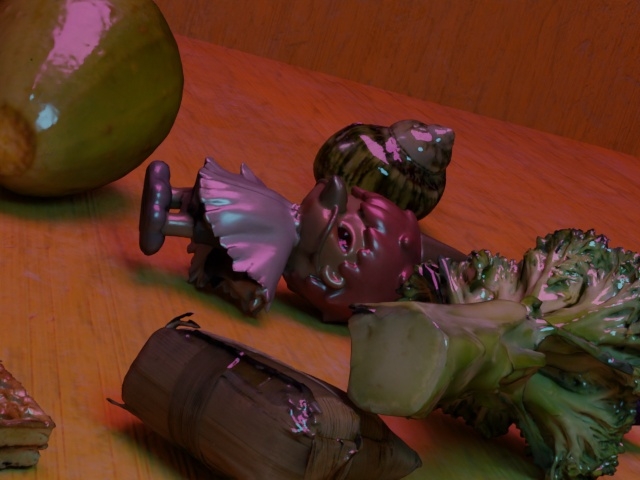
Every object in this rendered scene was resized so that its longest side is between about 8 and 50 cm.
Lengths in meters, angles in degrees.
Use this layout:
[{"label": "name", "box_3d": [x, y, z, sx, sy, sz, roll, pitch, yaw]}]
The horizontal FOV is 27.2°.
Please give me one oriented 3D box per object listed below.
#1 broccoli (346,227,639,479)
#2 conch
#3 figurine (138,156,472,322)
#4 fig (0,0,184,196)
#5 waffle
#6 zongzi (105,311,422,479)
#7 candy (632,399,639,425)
[{"label": "broccoli", "box_3d": [0.158, 0.093, 1.074, 0.252, 0.221, 0.361, 25, 11, 9]}, {"label": "conch", "box_3d": [0.106, -0.107, 1.927, 0.187, 0.181, 0.124, 39, -5, -31]}, {"label": "figurine", "box_3d": [0.000, 0.000, 1.410, 0.387, 0.166, 0.207, 11, 32, -13]}, {"label": "fig", "box_3d": [-0.306, -0.172, 1.552, 0.258, 0.258, 0.326, 19, 37, 6]}, {"label": "waffle", "box_3d": [-0.261, 0.110, 0.923, 0.102, 0.042, 0.148, 6, 18, -42]}, {"label": "zongzi", "box_3d": [-0.033, 0.134, 1.010, 0.194, 0.099, 0.197, 27, 7, 34]}, {"label": "candy", "box_3d": [0.236, 0.133, 1.374, 0.145, 0.070, 0.275, 17, 9, -28]}]
